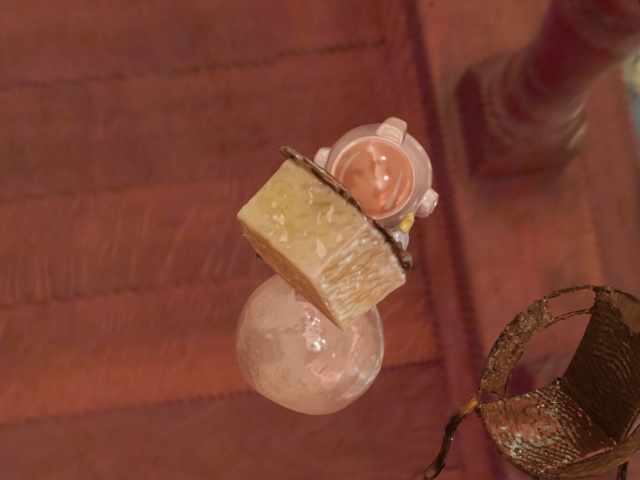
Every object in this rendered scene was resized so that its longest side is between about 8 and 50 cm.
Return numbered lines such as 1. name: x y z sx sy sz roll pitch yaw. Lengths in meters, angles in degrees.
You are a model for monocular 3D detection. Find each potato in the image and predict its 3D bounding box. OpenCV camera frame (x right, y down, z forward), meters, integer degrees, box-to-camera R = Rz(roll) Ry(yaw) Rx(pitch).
1. potato: 0.000 -0.001 1.163 0.086 0.122 0.061 39 84 18

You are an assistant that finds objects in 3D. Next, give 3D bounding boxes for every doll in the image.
1. doll: 0.022 0.019 1.877 0.151 0.151 0.287 22 100 -3

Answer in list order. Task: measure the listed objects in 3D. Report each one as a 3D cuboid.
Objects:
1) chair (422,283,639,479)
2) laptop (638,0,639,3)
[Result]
1. chair: 0.207 0.150 1.686 0.149 0.213 0.174 -10 43 -33
2. laptop: 0.280 -0.112 1.222 0.129 0.016 0.180 -30 83 -32
